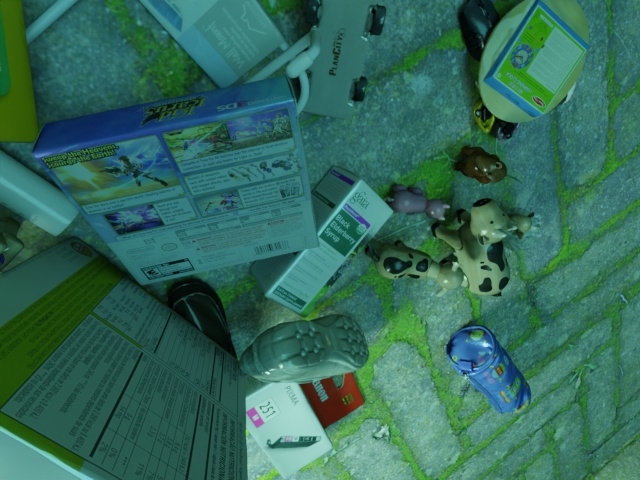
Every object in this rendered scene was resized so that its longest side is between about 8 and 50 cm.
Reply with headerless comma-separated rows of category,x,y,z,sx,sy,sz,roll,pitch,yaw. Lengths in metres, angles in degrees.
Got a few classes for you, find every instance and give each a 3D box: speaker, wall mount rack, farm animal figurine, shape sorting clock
speaker,-0.370,-0.064,0.490,0.055,0.055,0.136,-47,123,0
wall mount rack,-0.182,-0.228,0.471,0.304,0.130,0.350,-28,126,24
farm animal figurine,0.276,0.002,0.759,0.330,0.172,0.327,-44,123,-2
shape sorting clock,0.367,-0.309,0.693,0.206,0.040,0.206,-7,118,-14

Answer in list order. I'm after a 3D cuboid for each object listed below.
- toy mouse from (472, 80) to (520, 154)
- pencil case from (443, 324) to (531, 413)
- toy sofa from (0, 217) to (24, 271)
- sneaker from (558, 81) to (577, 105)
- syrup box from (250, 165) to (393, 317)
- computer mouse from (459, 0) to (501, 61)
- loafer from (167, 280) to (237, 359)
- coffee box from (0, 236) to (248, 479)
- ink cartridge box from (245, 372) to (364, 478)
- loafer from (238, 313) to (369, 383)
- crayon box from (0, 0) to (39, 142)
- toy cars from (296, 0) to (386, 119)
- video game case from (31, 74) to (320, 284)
toy mouse,0.351,-0.252,0.765,0.143,0.031,0.161,-28,122,-11
pencil case,0.431,0.336,1.015,0.306,0.119,0.133,46,65,-33
toy sofa,-0.489,-0.051,0.351,0.150,0.177,0.362,-52,125,-12
sneaker,0.416,-0.335,0.747,0.077,0.072,0.178,-24,113,-1
syrup box,0.000,0.000,0.672,0.093,0.096,0.237,38,94,-35
computer mouse,0.249,-0.403,0.642,0.071,0.041,0.242,-38,122,-5
loafer,-0.183,0.164,0.668,0.080,0.078,0.220,-25,121,-14
coffee box,-0.312,0.254,0.449,0.334,0.338,0.337,43,91,-17
ink cartridge box,-0.028,0.345,0.838,0.239,0.060,0.275,-28,121,-11
loafer,-0.013,0.195,0.718,0.112,0.112,0.319,-26,154,25
crayon box,-0.336,-0.245,0.233,0.106,0.313,0.362,2,103,-2
toy cars,-0.030,-0.341,0.505,0.177,0.087,0.393,-21,129,25
video game case,-0.148,-0.059,0.508,0.270,0.061,0.244,-12,141,-3
